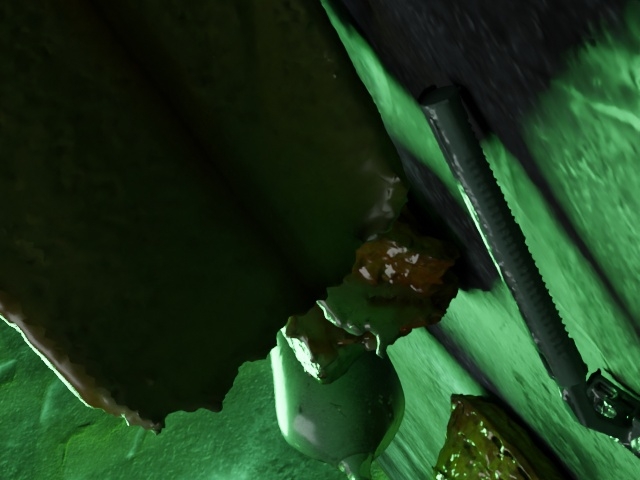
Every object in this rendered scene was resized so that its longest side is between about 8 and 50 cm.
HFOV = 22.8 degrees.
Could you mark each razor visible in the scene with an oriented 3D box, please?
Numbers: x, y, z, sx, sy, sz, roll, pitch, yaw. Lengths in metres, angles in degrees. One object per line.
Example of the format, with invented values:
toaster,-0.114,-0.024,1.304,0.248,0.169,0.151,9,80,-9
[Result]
razor,0.096,0.020,0.715,0.211,0.036,0.084,55,171,-25

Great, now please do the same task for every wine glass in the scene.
wine glass,0.012,0.116,1.239,0.103,0.103,0.231,64,-172,-60

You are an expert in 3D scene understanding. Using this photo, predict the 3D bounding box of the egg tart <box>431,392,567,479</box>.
egg tart,0.141,0.195,1.175,0.191,0.074,0.191,53,171,12

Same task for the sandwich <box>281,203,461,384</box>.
sandwich,-0.006,-0.007,0.963,0.184,0.109,0.160,52,175,6

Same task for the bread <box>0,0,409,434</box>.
bread,-0.122,-0.112,0.723,0.361,0.233,0.245,48,171,13
